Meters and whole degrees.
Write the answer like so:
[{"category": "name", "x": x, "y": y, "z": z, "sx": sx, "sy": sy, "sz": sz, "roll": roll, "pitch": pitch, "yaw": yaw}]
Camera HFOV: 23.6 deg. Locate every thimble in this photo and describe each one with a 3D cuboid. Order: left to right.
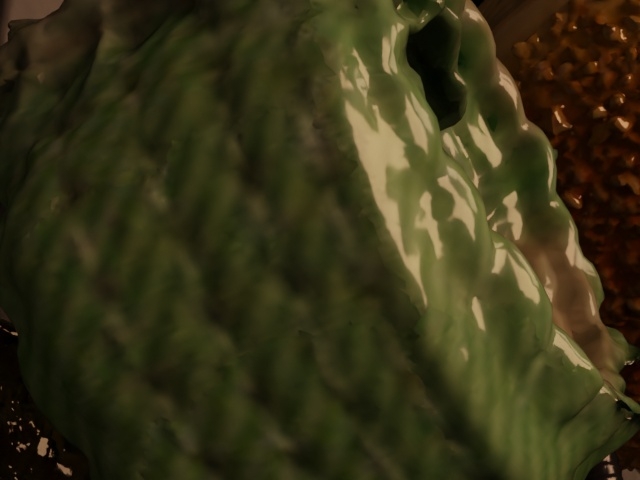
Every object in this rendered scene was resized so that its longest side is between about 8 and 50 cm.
[{"category": "thimble", "x": 0.000, "y": 0.000, "z": 0.490, "sx": 0.219, "sy": 0.150, "sz": 0.219, "roll": 57, "pitch": 16, "yaw": -26}]

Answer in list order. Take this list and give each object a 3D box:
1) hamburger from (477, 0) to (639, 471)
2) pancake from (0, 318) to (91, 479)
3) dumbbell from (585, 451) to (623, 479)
[{"category": "hamburger", "x": 0.187, "y": -0.021, "z": 0.741, "sx": 0.302, "sy": 0.302, "sz": 0.170, "roll": 47, "pitch": 23, "yaw": -31}, {"category": "pancake", "x": -0.090, "y": 0.083, "z": 0.430, "sx": 0.116, "sy": 0.022, "sz": 0.129, "roll": 45, "pitch": 34, "yaw": -35}, {"category": "dumbbell", "x": 0.138, "y": 0.207, "z": 0.602, "sx": 0.143, "sy": 0.143, "sz": 0.325, "roll": 31, "pitch": 41, "yaw": -48}]
